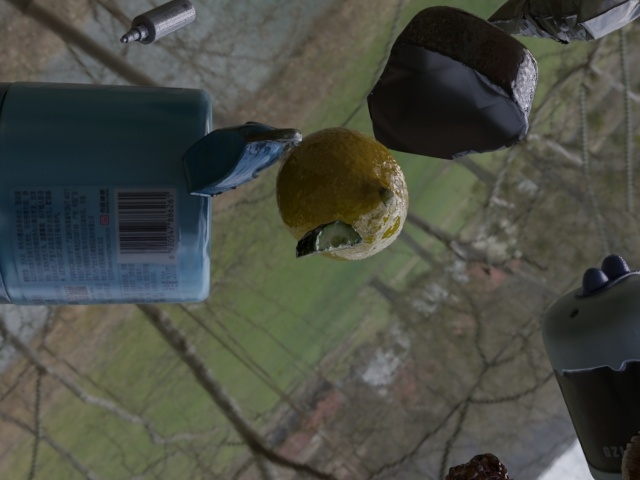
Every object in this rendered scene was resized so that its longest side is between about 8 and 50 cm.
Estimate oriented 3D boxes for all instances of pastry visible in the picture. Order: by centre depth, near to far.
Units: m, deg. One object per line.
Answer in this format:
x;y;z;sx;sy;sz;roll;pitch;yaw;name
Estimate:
0.241;0.388;1.373;0.115;0.208;0.097;-32;-179;-16;pastry

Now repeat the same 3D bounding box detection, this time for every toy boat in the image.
-0.102;-0.108;1.300;0.077;0.075;0.185;-5;168;-40;toy boat

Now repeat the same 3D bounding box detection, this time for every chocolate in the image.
0.104;-0.139;0.843;0.149;0.125;0.080;-8;-138;46;chocolate

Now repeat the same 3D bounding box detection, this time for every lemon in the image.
0.030;-0.063;1.406;0.187;0.187;0.244;-48;-153;-7;lemon

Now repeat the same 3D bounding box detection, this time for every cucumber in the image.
0.000;0.000;1.190;0.067;0.035;0.107;-13;177;-22;cucumber

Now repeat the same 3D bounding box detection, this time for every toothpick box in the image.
0.515;0.205;1.690;0.263;0.354;0.263;-22;-174;3;toothpick box

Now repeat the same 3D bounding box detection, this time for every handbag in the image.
0.417;-0.393;1.706;0.182;0.117;0.270;-26;-157;-25;handbag

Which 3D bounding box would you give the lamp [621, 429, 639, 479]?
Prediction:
0.461;0.297;1.318;0.136;0.136;0.136;-48;177;-4;lamp

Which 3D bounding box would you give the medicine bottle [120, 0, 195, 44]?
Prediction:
-0.308;-0.398;1.878;0.057;0.057;0.199;-51;176;40;medicine bottle

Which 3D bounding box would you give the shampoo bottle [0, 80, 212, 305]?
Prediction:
-0.333;-0.067;1.510;0.331;0.343;0.331;-179;-90;-85;shampoo bottle
